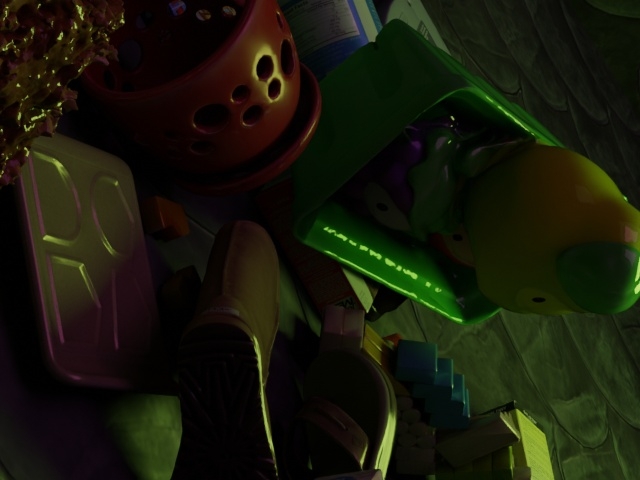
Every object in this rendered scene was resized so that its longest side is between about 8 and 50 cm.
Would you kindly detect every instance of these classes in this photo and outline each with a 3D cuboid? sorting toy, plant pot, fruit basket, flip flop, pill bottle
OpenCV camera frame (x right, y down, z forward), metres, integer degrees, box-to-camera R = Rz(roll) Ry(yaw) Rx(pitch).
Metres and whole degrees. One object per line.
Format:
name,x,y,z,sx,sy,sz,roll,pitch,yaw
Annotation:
sorting toy,-0.177,0.024,1.388,0.307,0.041,0.229,21,51,-69
plant pot,-0.107,-0.147,1.531,0.174,0.191,0.191,57,21,-44
fruit basket,0.177,-0.020,1.730,0.392,0.283,0.392,43,21,-21
flip flop,0.005,0.204,1.543,0.080,0.112,0.277,36,39,-27
pill bottle,0.009,-0.256,1.984,0.124,0.124,0.221,3,64,-66

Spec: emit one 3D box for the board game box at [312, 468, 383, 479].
board game box,0.023,0.359,1.281,0.318,0.066,0.318,-11,91,-79

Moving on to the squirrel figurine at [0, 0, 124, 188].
squirrel figurine,-0.201,-0.183,1.088,0.281,0.370,0.397,47,28,-39

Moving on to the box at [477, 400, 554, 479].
box,0.252,0.318,2.029,0.087,0.058,0.232,42,31,-45

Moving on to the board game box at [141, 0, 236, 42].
board game box,-0.121,-0.226,1.774,0.136,0.035,0.201,62,22,-8

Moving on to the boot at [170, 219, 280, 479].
boot,-0.071,0.128,1.421,0.269,0.089,0.236,-86,180,-75

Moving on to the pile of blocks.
pile of blocks,0.122,0.169,1.765,0.362,0.149,0.112,51,26,-31

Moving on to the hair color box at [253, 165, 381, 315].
hair color box,0.000,0.000,1.791,0.167,0.053,0.093,61,22,-14

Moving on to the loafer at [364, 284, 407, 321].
loafer,0.099,0.032,1.948,0.080,0.078,0.220,61,22,-13

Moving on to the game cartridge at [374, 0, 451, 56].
game cartridge,0.127,-0.241,2.338,0.198,0.062,0.297,54,24,-15
